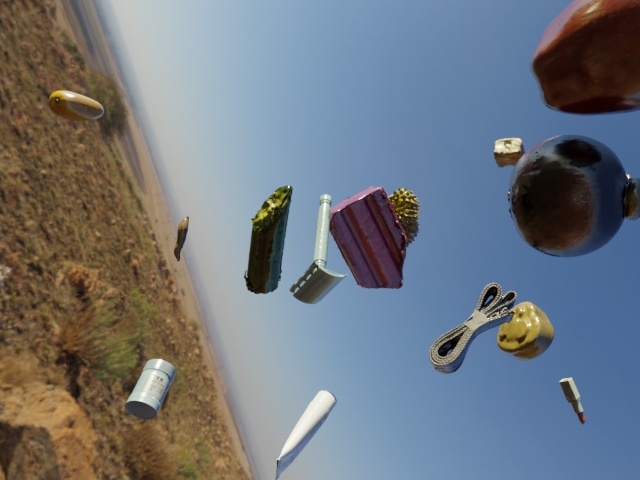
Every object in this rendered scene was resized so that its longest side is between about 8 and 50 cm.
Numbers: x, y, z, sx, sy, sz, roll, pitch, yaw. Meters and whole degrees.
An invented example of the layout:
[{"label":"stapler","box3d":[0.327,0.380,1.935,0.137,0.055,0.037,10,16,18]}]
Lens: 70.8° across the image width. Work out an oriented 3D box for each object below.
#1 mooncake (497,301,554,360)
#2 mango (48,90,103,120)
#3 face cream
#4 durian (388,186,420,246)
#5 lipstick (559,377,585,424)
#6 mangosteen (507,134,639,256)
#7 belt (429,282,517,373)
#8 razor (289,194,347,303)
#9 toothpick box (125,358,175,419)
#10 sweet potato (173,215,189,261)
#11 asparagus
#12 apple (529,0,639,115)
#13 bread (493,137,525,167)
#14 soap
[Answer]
[{"label":"mooncake","box3d":[0.811,0.370,1.817,0.117,0.234,0.235,31,-11,-11]},{"label":"mango","box3d":[-0.554,-0.304,1.027,0.080,0.114,0.060,10,-87,33]},{"label":"face cream","box3d":[-0.041,0.476,1.128,0.058,0.244,0.092,22,-53,22]},{"label":"durian","box3d":[0.308,-0.075,1.679,0.138,0.183,0.249,-122,-167,-47]},{"label":"lipstick","box3d":[0.733,0.465,1.298,0.030,0.030,0.129,-30,-106,43]},{"label":"mangosteen","box3d":[0.601,-0.106,1.074,0.293,0.297,0.296,0,-72,55]},{"label":"belt","box3d":[0.493,0.288,1.468,0.126,0.360,0.094,45,-11,31]},{"label":"razor","box3d":[0.000,0.000,0.870,0.106,0.068,0.231,-49,-153,43]},{"label":"toothpick box","box3d":[-0.526,0.462,1.404,0.153,0.101,0.101,-80,167,-52]},{"label":"sweet potato","box3d":[-0.342,-0.005,1.103,0.026,0.026,0.114,177,-73,-74]},{"label":"asparagus","box3d":[-0.174,-0.004,1.493,0.108,0.129,0.381,-101,-160,-64]},{"label":"apple","box3d":[0.624,-0.400,0.941,0.317,0.288,0.287,-4,-76,62]},{"label":"bread","box3d":[0.571,-0.270,1.363,0.070,0.083,0.076,49,51,-48]},{"label":"soap","box3d":[0.125,0.010,1.107,0.249,0.162,0.099,64,-11,-11]}]
